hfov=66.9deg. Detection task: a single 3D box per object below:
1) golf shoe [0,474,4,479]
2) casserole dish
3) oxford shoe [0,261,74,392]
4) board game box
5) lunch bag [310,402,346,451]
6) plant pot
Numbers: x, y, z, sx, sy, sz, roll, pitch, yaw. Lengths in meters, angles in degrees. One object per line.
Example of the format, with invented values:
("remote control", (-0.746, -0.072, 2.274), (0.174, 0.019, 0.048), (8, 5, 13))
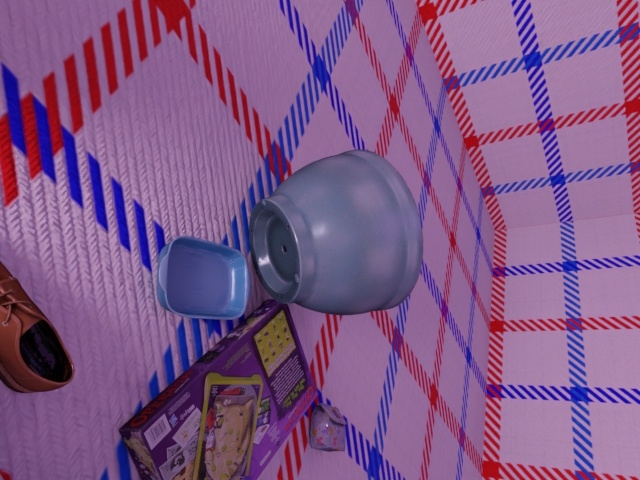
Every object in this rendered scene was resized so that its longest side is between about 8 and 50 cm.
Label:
("golf shoe", (-0.288, 0.273, 0.419), (0.077, 0.094, 0.198), (-18, 97, -58))
("casserole dish", (-0.174, 0.059, 0.716), (0.188, 0.037, 0.114), (20, 66, -57))
("oxford shoe", (-0.305, 0.059, 0.458), (0.212, 0.076, 0.076), (63, 37, -27))
("board game box", (-0.125, 0.258, 0.744), (0.347, 0.056, 0.208), (-39, 112, -56))
("lunch bag", (0.017, 0.367, 0.952), (0.071, 0.053, 0.083), (43, 39, -49))
("plant pot", (0.000, 0.000, 0.825), (0.196, 0.293, 0.293), (-12, 94, -33))
